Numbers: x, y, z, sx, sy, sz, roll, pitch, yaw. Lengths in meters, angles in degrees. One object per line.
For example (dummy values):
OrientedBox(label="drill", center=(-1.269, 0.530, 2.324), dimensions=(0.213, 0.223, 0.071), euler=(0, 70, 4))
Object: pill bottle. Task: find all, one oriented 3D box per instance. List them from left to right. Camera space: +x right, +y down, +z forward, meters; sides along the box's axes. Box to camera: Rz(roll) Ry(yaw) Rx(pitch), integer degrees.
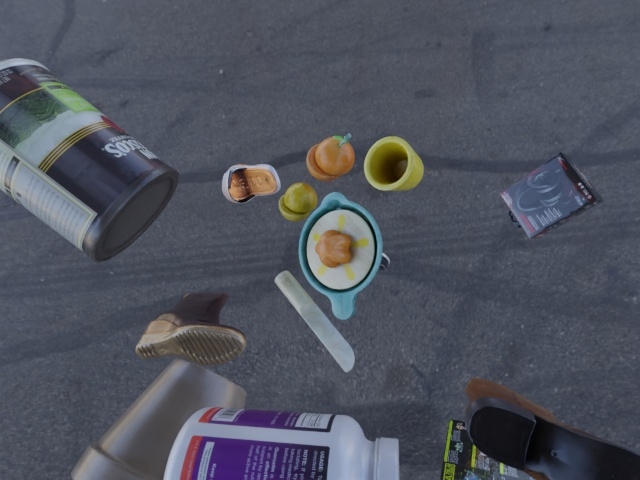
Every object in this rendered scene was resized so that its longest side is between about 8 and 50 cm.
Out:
OrientedBox(label="pill bottle", center=(-0.048, 0.351, 0.603), dimensions=(0.323, 0.181, 0.181), euler=(-1, 62, 12))

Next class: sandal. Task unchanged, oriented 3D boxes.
OrientedBox(label="sandal", center=(-0.205, -0.147, 1.060), dimensions=(0.076, 0.102, 0.265), euler=(-28, 17, -34))

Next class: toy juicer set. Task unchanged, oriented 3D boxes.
OrientedBox(label="toy juicer set", center=(0.000, 0.000, 0.588), dimensions=(0.209, 0.089, 0.329), euler=(25, 101, 33))

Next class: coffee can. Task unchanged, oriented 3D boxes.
OrientedBox(label="coffee can", center=(-0.412, -0.125, 0.676), dimensions=(0.275, 0.201, 0.201), euler=(39, 70, -6))

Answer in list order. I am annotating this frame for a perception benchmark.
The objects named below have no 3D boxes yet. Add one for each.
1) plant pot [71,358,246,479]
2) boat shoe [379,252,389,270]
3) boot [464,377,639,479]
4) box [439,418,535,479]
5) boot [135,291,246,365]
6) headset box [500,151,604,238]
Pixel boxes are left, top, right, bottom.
OrientedBox(label="plant pot", center=(-0.313, 0.434, 0.909), dimensions=(0.323, 0.323, 0.280), euler=(17, 60, 15))
OrientedBox(label="boat shoe", center=(0.077, 0.028, 0.662), dimensions=(0.046, 0.125, 0.038), euler=(10, 72, 30))
OrientedBox(label="boot", center=(0.331, 0.289, 0.570), dimensions=(0.264, 0.280, 0.096), euler=(14, 84, 23))
OrientedBox(label="box", center=(0.324, 0.433, 0.763), dimensions=(0.184, 0.045, 0.191), euler=(0, 20, 23))
OrientedBox(label="boot", center=(-0.239, 0.163, 0.859), dimensions=(0.248, 0.090, 0.207), euler=(-6, 23, 18))
OrientedBox(label="headset box", center=(0.245, -0.045, 0.445), dimensions=(0.032, 0.083, 0.062), euler=(-1, 60, -44))
